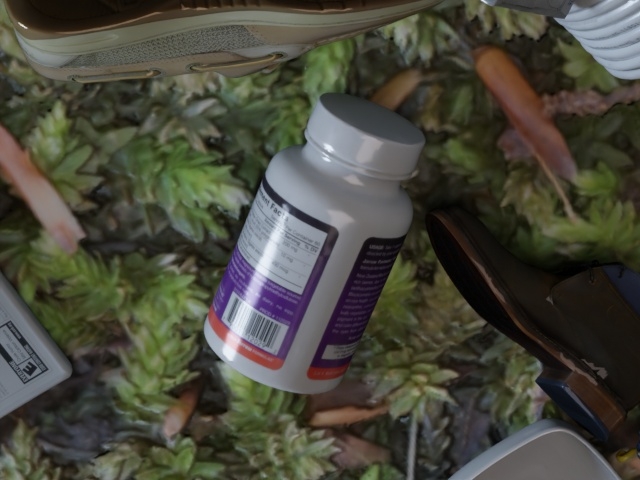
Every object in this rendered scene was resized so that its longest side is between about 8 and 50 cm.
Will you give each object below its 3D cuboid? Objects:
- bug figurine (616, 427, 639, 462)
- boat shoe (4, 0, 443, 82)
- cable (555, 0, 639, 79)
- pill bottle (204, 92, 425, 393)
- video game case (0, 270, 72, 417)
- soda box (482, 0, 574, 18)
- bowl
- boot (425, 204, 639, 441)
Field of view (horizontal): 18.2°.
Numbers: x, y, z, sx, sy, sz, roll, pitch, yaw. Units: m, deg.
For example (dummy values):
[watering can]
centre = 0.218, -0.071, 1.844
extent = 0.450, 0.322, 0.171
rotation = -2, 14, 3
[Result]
[bug figurine]
centre = 0.369, 0.196, 1.521
extent = 0.216, 0.072, 0.279
rotation = -27, 113, 18
[boat shoe]
centre = -0.054, -0.162, 1.329
extent = 0.302, 0.109, 0.098
rotation = -9, 153, -2
[cable]
centre = 0.232, -0.226, 1.234
extent = 0.089, 0.257, 0.257
rotation = 34, 145, -17
[pill bottle]
centre = 0.000, 0.000, 1.391
extent = 0.108, 0.108, 0.193
rotation = 19, 110, -13
[video game case]
centre = -0.303, 0.067, 1.437
extent = 0.173, 0.022, 0.190
rotation = -31, 114, 7
[soda box]
centre = 0.043, -0.244, 1.207
extent = 0.091, 0.286, 0.098
rotation = -1, 122, -55
[bowl]
centre = 0.164, 0.207, 1.527
extent = 0.142, 0.053, 0.142
rotation = -35, 112, 10
[boot]
centre = 0.173, 0.033, 1.456
extent = 0.106, 0.082, 0.219
rotation = -43, 108, -11
